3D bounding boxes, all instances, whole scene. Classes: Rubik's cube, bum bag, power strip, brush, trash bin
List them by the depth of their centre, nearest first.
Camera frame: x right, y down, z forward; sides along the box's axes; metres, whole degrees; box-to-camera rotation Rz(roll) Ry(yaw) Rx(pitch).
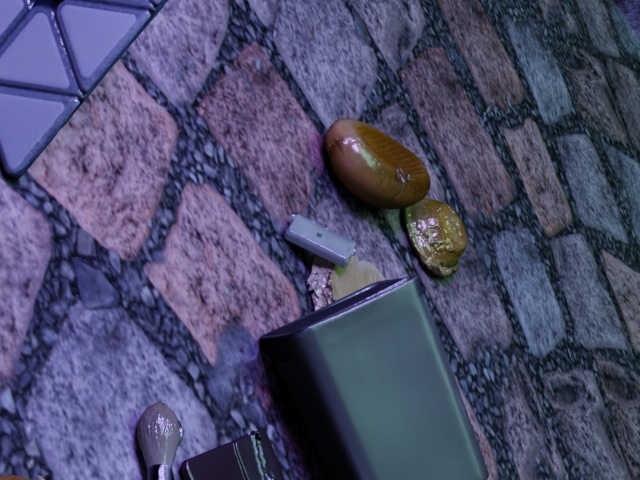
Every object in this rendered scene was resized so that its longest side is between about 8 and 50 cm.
[{"bbox_3d":[-0.143,0.287,1.625,0.042,0.039,0.299,33,42,-49],"label":"brush"},{"bbox_3d":[-0.249,-0.227,1.735,0.233,0.229,0.228,42,-41,46],"label":"Rubik's cube"},{"bbox_3d":[-0.079,0.254,1.780,0.159,0.026,0.109,-12,81,-63],"label":"bum bag"},{"bbox_3d":[0.066,0.178,1.938,0.164,0.122,0.240,-26,95,-22],"label":"trash bin"},{"bbox_3d":[0.000,0.000,2.089,0.090,0.016,0.040,26,38,1],"label":"power strip"}]

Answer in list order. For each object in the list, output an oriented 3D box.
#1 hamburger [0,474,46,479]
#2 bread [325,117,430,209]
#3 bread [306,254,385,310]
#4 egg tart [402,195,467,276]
[{"bbox_3d":[-0.228,0.279,1.290,0.162,0.209,0.330,49,29,-31],"label":"hamburger"},{"bbox_3d":[0.068,-0.093,2.276,0.189,0.077,0.114,27,26,-50],"label":"bread"},{"bbox_3d":[0.052,0.128,2.105,0.182,0.039,0.250,38,38,-44],"label":"bread"},{"bbox_3d":[0.160,-0.011,2.405,0.129,0.049,0.128,40,37,-39],"label":"egg tart"}]
